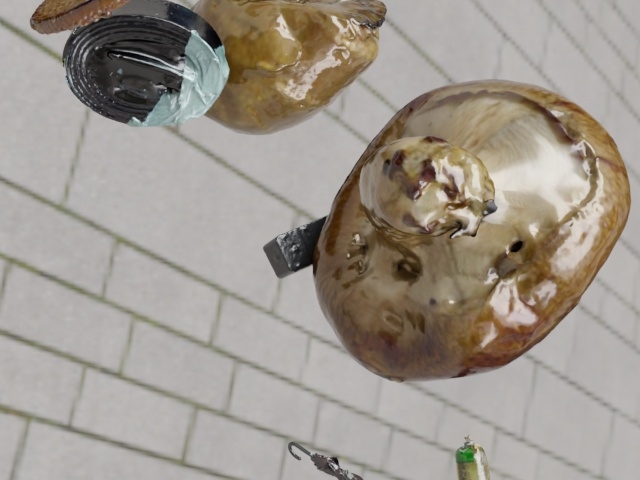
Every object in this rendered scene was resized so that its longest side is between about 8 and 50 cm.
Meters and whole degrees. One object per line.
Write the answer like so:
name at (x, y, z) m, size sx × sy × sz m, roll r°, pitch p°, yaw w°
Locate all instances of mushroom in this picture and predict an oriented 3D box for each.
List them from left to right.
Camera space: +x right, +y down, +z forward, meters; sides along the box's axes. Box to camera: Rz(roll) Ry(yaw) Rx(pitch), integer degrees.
mushroom at (0.114, -0.033, 1.182) m, size 0.267 × 0.267 × 0.254 m, roll -53°, pitch 147°, yaw -41°

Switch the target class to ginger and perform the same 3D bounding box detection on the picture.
ginger at (-0.061, -0.237, 1.892) m, size 0.200 × 0.269 × 0.223 m, roll -17°, pitch 130°, yaw -52°

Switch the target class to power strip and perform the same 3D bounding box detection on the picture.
power strip at (0.000, 0.000, 1.292) m, size 0.111 × 0.029 × 0.038 m, roll -22°, pitch 84°, yaw -37°

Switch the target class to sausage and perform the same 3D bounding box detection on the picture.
sausage at (0.161, 0.318, 1.377) m, size 0.033 × 0.033 × 0.269 m, roll -10°, pitch 91°, yaw -58°

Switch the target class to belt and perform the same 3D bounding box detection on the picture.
belt at (-0.209, -0.213, 1.745) m, size 0.078 × 0.198 × 0.151 m, roll -89°, pitch -173°, yaw -60°

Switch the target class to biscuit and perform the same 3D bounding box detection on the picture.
biscuit at (-0.192, -0.232, 1.333) m, size 0.025 × 0.206 × 0.126 m, roll 59°, pitch 28°, yaw -22°

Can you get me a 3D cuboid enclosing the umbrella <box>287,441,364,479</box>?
umbrella at (0.024, 0.175, 1.037) m, size 0.013 × 0.122 × 0.022 m, roll -42°, pitch 146°, yaw -36°
